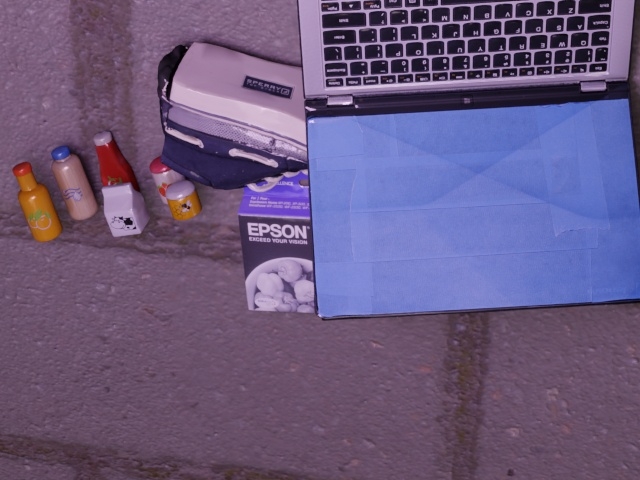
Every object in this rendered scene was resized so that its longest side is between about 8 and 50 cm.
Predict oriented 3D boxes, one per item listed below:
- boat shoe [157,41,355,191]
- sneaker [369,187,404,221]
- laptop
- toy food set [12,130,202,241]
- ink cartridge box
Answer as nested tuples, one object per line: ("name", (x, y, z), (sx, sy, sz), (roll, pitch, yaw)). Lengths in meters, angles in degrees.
("boat shoe", (-0.039, -0.123, 2.049), (0.340, 0.127, 0.158), (19, 137, 4))
("sneaker", (0.134, -0.024, 2.017), (0.228, 0.087, 0.092), (10, 149, -40))
("laptop", (0.170, -0.148, 1.841), (0.381, 0.236, 0.408), (-3, 131, 0))
("toy food set", (-0.265, -0.077, 2.122), (0.232, 0.111, 0.105), (-7, 120, 21))
("ink cartridge box", (0.000, 0.000, 2.148), (0.206, 0.045, 0.208), (2, 121, 13))
